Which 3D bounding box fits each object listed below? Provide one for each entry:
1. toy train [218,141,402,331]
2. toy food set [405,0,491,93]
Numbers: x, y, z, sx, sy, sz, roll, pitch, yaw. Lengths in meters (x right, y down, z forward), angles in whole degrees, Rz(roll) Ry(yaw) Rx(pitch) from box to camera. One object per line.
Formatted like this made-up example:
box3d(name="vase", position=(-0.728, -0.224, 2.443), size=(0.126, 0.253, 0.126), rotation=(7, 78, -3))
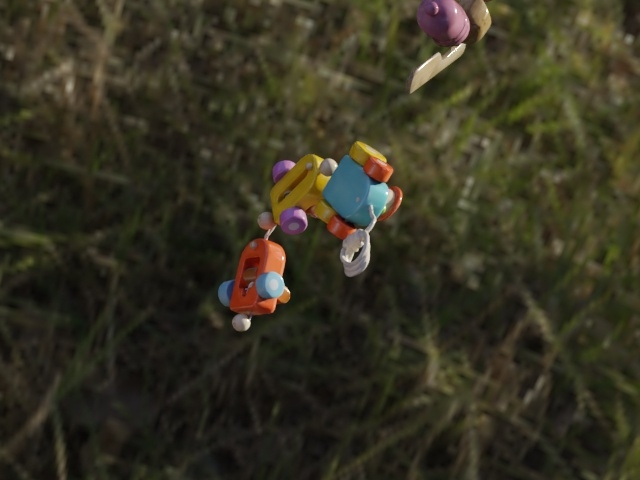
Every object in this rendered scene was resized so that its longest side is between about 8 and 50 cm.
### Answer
box3d(name="toy train", position=(0.000, 0.000, 1.310), size=(0.046, 0.166, 0.125), rotation=(24, 65, -32))
box3d(name="toy food set", position=(0.068, -0.125, 0.859), size=(0.019, 0.122, 0.078), rotation=(24, 36, 21))
